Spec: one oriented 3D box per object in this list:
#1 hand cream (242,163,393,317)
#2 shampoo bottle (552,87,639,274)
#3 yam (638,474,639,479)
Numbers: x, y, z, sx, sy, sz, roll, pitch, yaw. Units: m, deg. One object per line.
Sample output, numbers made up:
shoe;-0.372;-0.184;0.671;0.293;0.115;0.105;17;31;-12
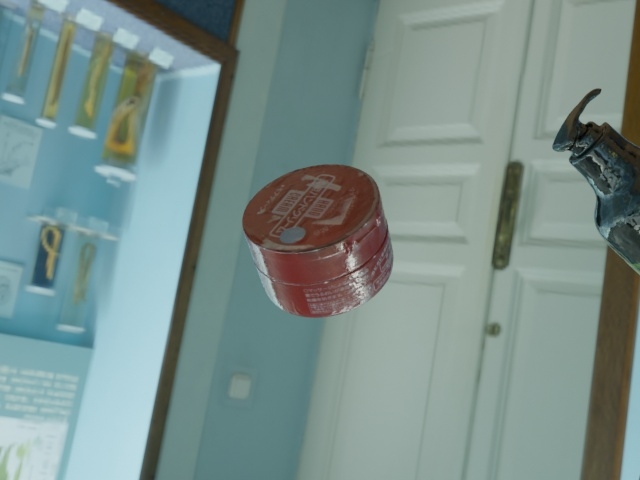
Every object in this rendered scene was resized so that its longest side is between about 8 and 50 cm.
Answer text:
hand cream;0.000;0.000;1.298;0.230;0.230;0.149;5;133;29
shampoo bottle;0.305;-0.003;0.683;0.284;0.101;0.101;41;167;-4
yam;0.447;0.359;1.091;0.067;0.317;0.071;17;172;-29
